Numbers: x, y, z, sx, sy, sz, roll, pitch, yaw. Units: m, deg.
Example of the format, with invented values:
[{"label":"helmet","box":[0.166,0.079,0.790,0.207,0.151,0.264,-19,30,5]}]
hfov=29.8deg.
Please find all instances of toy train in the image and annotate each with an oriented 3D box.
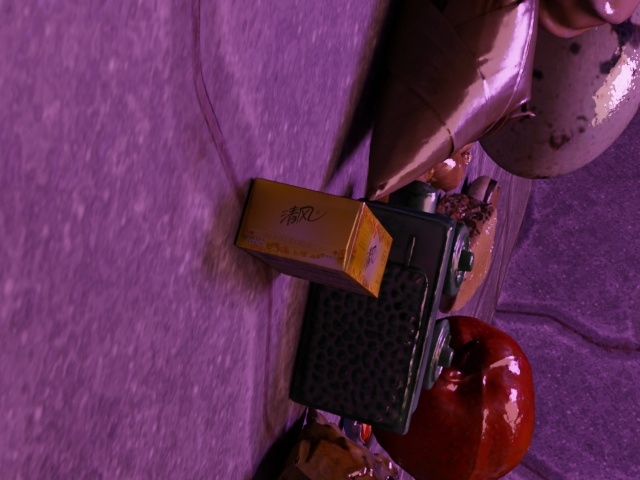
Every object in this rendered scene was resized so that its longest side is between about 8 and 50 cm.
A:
[{"label":"toy train","box":[0.077,0.068,1.316,0.202,0.145,0.266,-24,126,-70]}]

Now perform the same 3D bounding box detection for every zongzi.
[{"label":"zongzi","box":[0.130,-0.218,1.268,0.317,0.154,0.289,-43,137,-55]}]

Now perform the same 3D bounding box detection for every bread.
[{"label":"bread","box":[0.214,0.018,1.932,0.196,0.102,0.138,-50,149,-56]},{"label":"bread","box":[0.288,-0.026,2.290,0.286,0.056,0.207,-37,142,-70]}]

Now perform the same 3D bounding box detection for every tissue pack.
[{"label":"tissue pack","box":[0.000,0.000,1.028,0.176,0.095,0.062,36,67,-75]}]

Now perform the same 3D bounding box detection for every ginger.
[{"label":"ginger","box":[0.125,-0.085,1.461,0.193,0.052,0.176,-60,156,-10]}]

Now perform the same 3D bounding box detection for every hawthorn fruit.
[{"label":"hawthorn fruit","box":[0.203,0.229,1.761,0.300,0.254,0.254,103,8,-59]}]

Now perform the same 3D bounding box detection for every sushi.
[{"label":"sushi","box":[0.004,0.267,1.314,0.131,0.139,0.291,-58,168,9]}]

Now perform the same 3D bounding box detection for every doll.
[{"label":"doll","box":[0.049,0.238,1.614,0.057,0.039,0.114,-170,-94,-82]}]

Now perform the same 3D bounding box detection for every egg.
[{"label":"egg","box":[0.373,-0.275,1.893,0.379,0.287,0.287,-63,165,-7]}]

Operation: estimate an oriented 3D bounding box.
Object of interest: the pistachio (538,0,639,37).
[{"label":"pistachio","box":[0.339,-0.487,1.542,0.365,0.281,0.446,20,76,-50]}]
